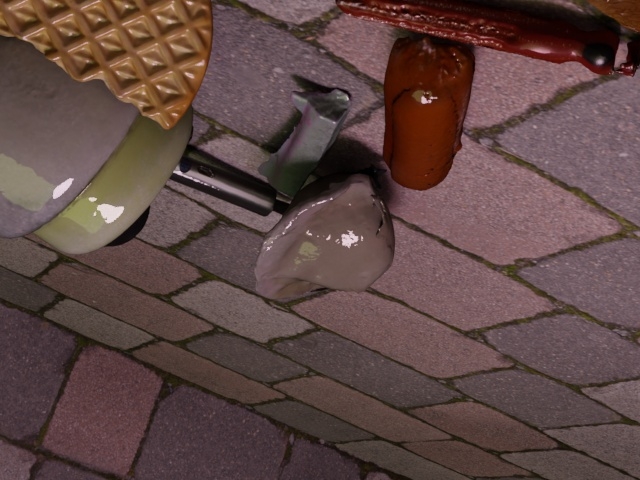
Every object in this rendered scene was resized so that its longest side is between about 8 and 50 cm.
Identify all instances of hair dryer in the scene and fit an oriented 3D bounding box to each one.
[{"bbox_3d":[-0.226,-0.061,1.845,0.284,0.156,0.320,40,144,-22],"label":"hair dryer"}]

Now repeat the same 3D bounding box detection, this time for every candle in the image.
[{"bbox_3d":[0.170,-0.223,1.213,0.329,0.048,0.051,15,167,14],"label":"candle"}]

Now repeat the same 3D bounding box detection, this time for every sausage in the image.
[{"bbox_3d":[0.124,-0.142,1.386,0.102,0.102,0.330,17,163,7],"label":"sausage"}]

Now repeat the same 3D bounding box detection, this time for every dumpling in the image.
[{"bbox_3d":[0.005,-0.016,1.694,0.204,0.163,0.293,-3,153,2],"label":"dumpling"}]

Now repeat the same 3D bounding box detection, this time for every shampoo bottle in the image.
[{"bbox_3d":[-0.342,-0.163,1.439,0.317,0.322,0.322,41,152,-24],"label":"shampoo bottle"}]

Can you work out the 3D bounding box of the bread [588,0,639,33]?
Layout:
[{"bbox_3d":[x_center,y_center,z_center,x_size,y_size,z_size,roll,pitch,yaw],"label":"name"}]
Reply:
[{"bbox_3d":[0.292,-0.236,1.082,0.129,0.044,0.126,28,159,-31],"label":"bread"}]

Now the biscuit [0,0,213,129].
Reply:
[{"bbox_3d":[-0.242,-0.274,1.258,0.309,0.205,0.040,32,-170,-12],"label":"biscuit"}]

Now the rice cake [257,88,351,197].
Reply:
[{"bbox_3d":[-0.026,-0.136,1.609,0.081,0.051,0.290,24,157,-4],"label":"rice cake"}]
